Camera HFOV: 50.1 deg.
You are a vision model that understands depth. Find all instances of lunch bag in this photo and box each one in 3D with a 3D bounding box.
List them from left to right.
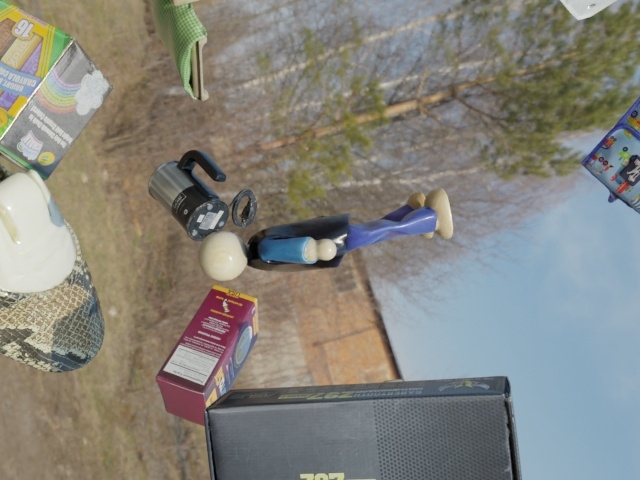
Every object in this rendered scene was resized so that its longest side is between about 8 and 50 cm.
[{"bbox_3d":[0.797,-0.207,1.647,0.221,0.293,0.138,45,25,17],"label":"lunch bag"}]

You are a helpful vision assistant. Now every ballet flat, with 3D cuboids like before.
[{"bbox_3d":[-0.385,-0.062,0.688,0.483,0.182,0.164,46,37,-9],"label":"ballet flat"}]

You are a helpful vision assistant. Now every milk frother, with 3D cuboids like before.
[{"bbox_3d":[-0.203,-0.075,1.212,0.135,0.129,0.143,43,1,32],"label":"milk frother"}]

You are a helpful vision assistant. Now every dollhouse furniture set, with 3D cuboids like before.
[{"bbox_3d":[-0.264,-0.356,1.007,0.301,0.151,0.197,105,-32,-62],"label":"dollhouse furniture set"}]

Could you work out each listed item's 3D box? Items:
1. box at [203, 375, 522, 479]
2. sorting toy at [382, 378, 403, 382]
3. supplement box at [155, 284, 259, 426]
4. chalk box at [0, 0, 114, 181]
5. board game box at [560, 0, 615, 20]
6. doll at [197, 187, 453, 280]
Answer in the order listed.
[{"bbox_3d":[0.036,0.203,0.524,0.059,0.233,0.183,-17,102,-77],"label":"box"},{"bbox_3d":[0.117,0.339,0.897,0.255,0.089,0.257,114,-31,-58],"label":"sorting toy"},{"bbox_3d":[-0.169,0.177,1.066,0.104,0.081,0.188,92,19,-47],"label":"supplement box"},{"bbox_3d":[-0.399,-0.172,0.884,0.132,0.213,0.132,31,-11,13],"label":"chalk box"},{"bbox_3d":[0.349,-0.369,0.584,0.390,0.390,0.050,0,64,-57],"label":"board game box"},{"bbox_3d":[0.000,0.000,0.529,0.129,0.189,0.046,177,-99,-75],"label":"doll"}]
